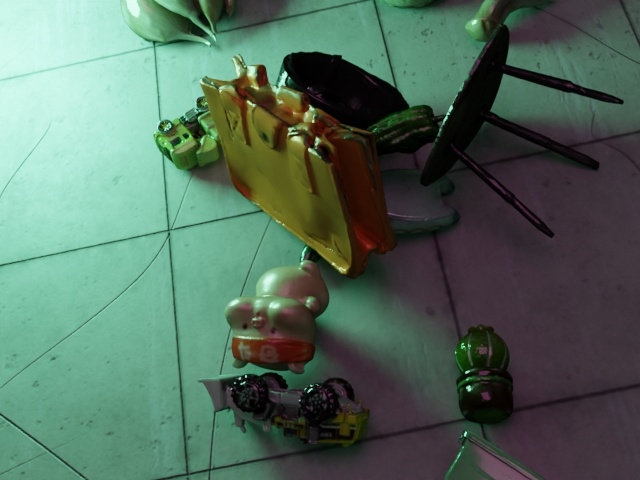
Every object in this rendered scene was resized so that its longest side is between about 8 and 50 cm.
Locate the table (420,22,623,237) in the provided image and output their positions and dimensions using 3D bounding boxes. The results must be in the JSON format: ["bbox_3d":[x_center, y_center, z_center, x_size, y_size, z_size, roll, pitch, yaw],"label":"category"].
[{"bbox_3d":[0.380,-0.188,1.775,0.249,0.317,0.317,29,67,15],"label":"table"}]

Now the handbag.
[{"bbox_3d":[-0.042,-0.132,1.744,0.116,0.304,0.410,-36,45,-18],"label":"handbag"}]

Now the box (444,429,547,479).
[{"bbox_3d":[0.273,0.380,1.516,0.172,0.124,0.093,31,78,27],"label":"box"}]

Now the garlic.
[{"bbox_3d":[-0.317,-0.549,2.202,0.237,0.210,0.292,9,48,-25],"label":"garlic"}]

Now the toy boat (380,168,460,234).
[{"bbox_3d":[0.154,-0.065,1.847,0.207,0.079,0.134,-2,55,-4],"label":"toy boat"}]

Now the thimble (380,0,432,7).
[{"bbox_3d":[0.183,-0.612,2.126,0.218,0.150,0.219,-4,58,6],"label":"thimble"}]

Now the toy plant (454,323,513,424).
[{"bbox_3d":[0.270,0.217,1.631,0.092,0.093,0.162,-5,55,7],"label":"toy plant"}]

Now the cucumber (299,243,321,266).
[{"bbox_3d":[0.000,0.000,1.845,0.039,0.039,0.168,26,63,23],"label":"cucumber"}]

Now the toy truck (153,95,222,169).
[{"bbox_3d":[-0.231,-0.218,1.994,0.191,0.085,0.116,-34,64,-14],"label":"toy truck"}]

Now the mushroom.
[{"bbox_3d":[0.394,-0.498,2.059,0.223,0.092,0.081,-37,16,-17],"label":"mushroom"}]

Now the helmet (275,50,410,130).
[{"bbox_3d":[0.026,-0.245,1.912,0.278,0.160,0.231,12,33,-32],"label":"helmet"}]

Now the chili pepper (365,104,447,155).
[{"bbox_3d":[0.120,-0.176,1.787,0.257,0.100,0.074,-22,51,31],"label":"chili pepper"}]

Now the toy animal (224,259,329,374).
[{"bbox_3d":[-0.073,0.139,1.694,0.171,0.171,0.198,8,47,15],"label":"toy animal"}]

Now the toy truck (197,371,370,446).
[{"bbox_3d":[-0.061,0.276,1.631,0.285,0.136,0.111,5,87,17],"label":"toy truck"}]
